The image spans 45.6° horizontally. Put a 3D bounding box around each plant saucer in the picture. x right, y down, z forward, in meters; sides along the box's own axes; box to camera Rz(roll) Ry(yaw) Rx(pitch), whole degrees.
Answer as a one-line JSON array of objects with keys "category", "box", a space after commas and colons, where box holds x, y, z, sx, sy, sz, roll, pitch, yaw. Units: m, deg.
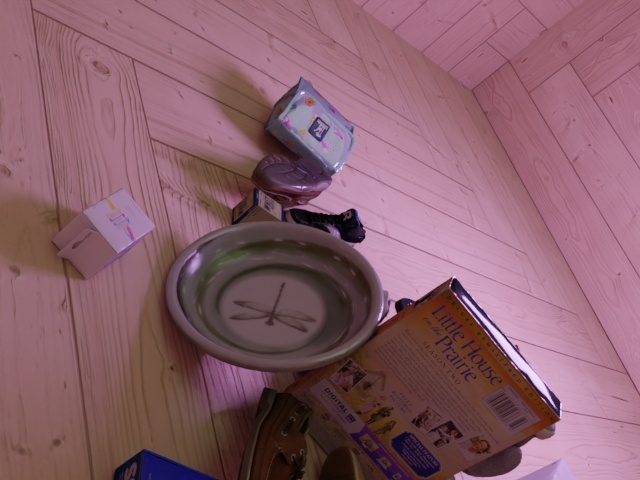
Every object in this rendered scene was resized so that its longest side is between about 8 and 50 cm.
[{"category": "plant saucer", "box": [-0.085, 0.117, 1.423, 0.400, 0.101, 0.401, 5, 38, -4]}]

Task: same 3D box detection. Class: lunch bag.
[{"category": "lunch bag", "box": [-0.026, -0.295, 2.050, 0.223, 0.160, 0.262, 42, 22, -15]}]

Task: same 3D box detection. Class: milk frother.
[{"category": "milk frother", "box": [0.000, 0.000, 1.772, 0.129, 0.143, 0.135, 35, 33, -16]}]

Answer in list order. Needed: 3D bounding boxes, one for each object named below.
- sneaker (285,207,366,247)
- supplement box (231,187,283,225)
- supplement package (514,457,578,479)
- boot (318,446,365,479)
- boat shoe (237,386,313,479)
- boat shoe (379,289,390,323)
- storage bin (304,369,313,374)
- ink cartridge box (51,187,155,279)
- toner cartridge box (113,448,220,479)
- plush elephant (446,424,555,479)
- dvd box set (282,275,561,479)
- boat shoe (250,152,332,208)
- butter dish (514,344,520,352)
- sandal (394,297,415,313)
[{"category": "sneaker", "box": [0.025, -0.052, 1.896, 0.216, 0.121, 0.079, 29, 34, -38]}, {"category": "supplement box", "box": [-0.139, -0.056, 1.688, 0.083, 0.083, 0.056, 35, 31, -29]}, {"category": "supplement package", "box": [0.562, 0.698, 1.774, 0.293, 0.175, 0.177, 57, 29, 8]}, {"category": "boot", "box": [0.100, 0.514, 1.367, 0.203, 0.095, 0.262, 27, 38, -39]}, {"category": "boat shoe", "box": [-0.069, 0.341, 1.229, 0.104, 0.111, 0.307, 15, 25, 0]}, {"category": "boat shoe", "box": [0.149, 0.175, 1.906, 0.137, 0.049, 0.043, -65, 154, -61]}, {"category": "storage bin", "box": [0.015, 0.262, 1.556, 0.135, 0.098, 0.091, 26, 9, -40]}, {"category": "ink cartridge box", "box": [-0.366, -0.008, 1.274, 0.090, 0.092, 0.143, 50, 29, -6]}, {"category": "toner cartridge box", "box": [-0.201, 0.463, 0.984, 0.165, 0.075, 0.348, 34, 32, -30]}, {"category": "plush elephant", "box": [0.263, 0.413, 1.599, 0.255, 0.330, 0.272, -20, 59, -39]}, {"category": "dvd box set", "box": [0.172, 0.293, 1.388, 0.308, 0.420, 0.062, 48, 28, -6]}, {"category": "boat shoe", "box": [-0.077, -0.127, 1.823, 0.123, 0.116, 0.324, 47, 19, 16]}, {"category": "butter dish", "box": [0.475, 0.372, 2.092, 0.118, 0.160, 0.160, 20, 35, -11]}, {"category": "sandal", "box": [0.286, 0.313, 1.912, 0.446, 0.107, 0.168, 49, 23, -35]}]
